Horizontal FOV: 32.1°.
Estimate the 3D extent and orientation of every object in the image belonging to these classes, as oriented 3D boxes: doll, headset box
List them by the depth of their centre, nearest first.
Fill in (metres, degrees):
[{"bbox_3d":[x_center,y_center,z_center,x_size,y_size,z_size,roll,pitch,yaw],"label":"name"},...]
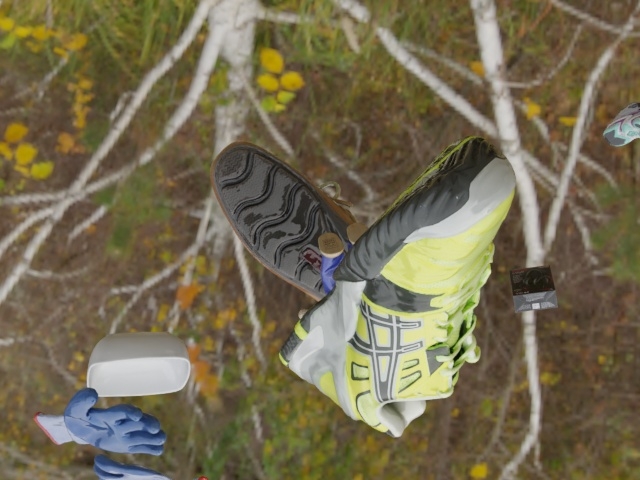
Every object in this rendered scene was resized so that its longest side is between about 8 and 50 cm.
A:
[{"bbox_3d":[0.035,0.071,1.351,0.129,0.046,0.189,-20,128,-12],"label":"doll"},{"bbox_3d":[0.311,0.068,1.632,0.062,0.083,0.032,-8,119,9],"label":"headset box"}]

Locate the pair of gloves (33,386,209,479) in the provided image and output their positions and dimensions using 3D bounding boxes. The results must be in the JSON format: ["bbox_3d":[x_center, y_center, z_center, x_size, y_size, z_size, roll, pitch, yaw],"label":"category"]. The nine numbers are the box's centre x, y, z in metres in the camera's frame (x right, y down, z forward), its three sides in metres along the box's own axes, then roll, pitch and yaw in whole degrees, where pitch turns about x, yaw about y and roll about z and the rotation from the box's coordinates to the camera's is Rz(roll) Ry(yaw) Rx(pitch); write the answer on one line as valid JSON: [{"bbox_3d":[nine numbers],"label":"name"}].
[{"bbox_3d":[-0.186,0.208,1.079,0.159,0.023,0.198,-6,131,35],"label":"pair of gloves"}]

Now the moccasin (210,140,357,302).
[{"bbox_3d":[0.002,-0.002,1.565,0.380,0.139,0.147,35,-169,-17],"label":"moccasin"}]

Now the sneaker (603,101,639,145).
[{"bbox_3d":[0.415,-0.160,1.428,0.098,0.069,0.038,-3,134,48],"label":"sneaker"}]

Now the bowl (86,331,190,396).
[{"bbox_3d":[-0.255,0.169,1.556,0.142,0.053,0.142,-1,153,-13],"label":"bowl"}]

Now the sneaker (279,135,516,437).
[{"bbox_3d":[0.091,0.048,0.971,0.147,0.145,0.385,42,149,8],"label":"sneaker"}]
